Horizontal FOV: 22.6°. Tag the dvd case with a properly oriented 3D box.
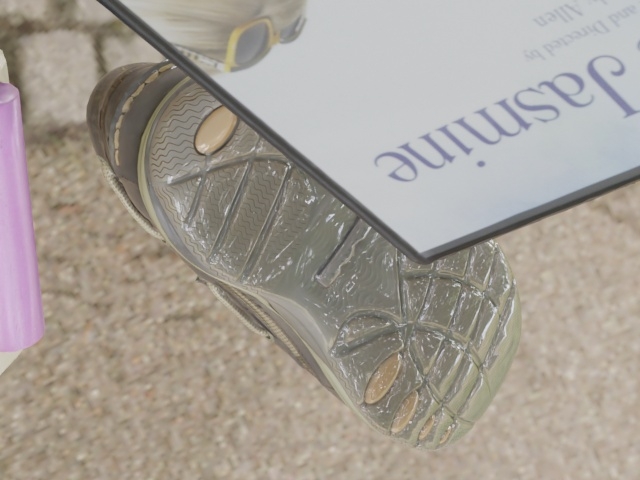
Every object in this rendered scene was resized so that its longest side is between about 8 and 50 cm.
[{"bbox_3d":[0.014,-0.092,0.408,0.253,0.180,0.022,38,45,-31],"label":"dvd case"}]

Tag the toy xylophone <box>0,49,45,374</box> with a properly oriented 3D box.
[{"bbox_3d":[-0.258,0.025,0.539,0.322,0.236,0.081,9,28,-1],"label":"toy xylophone"}]

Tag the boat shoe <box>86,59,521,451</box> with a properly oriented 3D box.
[{"bbox_3d":[0.000,0.000,0.913,0.132,0.130,0.355,-50,137,-8],"label":"boat shoe"}]
